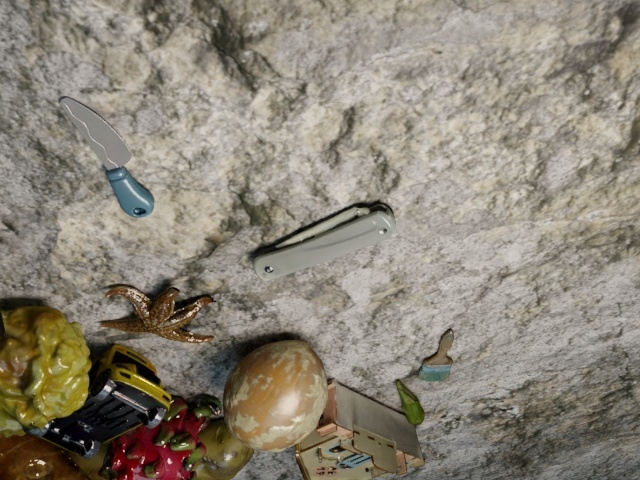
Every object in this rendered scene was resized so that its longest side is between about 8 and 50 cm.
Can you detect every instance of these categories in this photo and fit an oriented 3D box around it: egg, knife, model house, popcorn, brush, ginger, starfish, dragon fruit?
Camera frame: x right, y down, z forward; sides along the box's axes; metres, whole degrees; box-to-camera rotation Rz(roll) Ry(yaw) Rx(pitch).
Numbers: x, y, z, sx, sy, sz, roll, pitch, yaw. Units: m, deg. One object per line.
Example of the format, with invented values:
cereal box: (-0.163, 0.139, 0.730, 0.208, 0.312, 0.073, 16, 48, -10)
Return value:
egg: (-0.088, 0.303, 1.664, 0.203, 0.203, 0.245, 21, 115, -29)
knife: (-0.301, -0.120, 1.232, 0.058, 0.032, 0.244, -8, 139, 10)
model house: (0.048, 0.469, 1.924, 0.244, 0.169, 0.326, -28, 138, 32)
popcorn: (-0.540, 0.236, 1.521, 0.249, 0.225, 0.249, 2, 141, 2)
brush: (0.250, 0.239, 1.753, 0.070, 0.021, 0.196, 0, 143, -7)
knife: (0.001, 0.002, 1.405, 0.266, 0.040, 0.073, -22, 128, 24)
ginger: (-0.616, 0.589, 1.890, 0.418, 0.176, 0.254, 45, 123, 0)
starfish: (-0.301, 0.146, 1.557, 0.238, 0.057, 0.213, -22, 132, 22)
dragon fruit: (-0.339, 0.424, 1.789, 0.198, 0.272, 0.218, 37, 134, -21)

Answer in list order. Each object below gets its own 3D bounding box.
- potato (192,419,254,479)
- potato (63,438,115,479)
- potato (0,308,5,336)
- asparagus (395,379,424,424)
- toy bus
potato: (-0.249, 0.481, 1.934, 0.200, 0.137, 0.154, -15, 150, 7)
potato: (-0.481, 0.589, 2.024, 0.247, 0.196, 0.299, -16, 140, 14)
potato: (-0.652, 0.002, 1.248, 0.330, 0.213, 0.280, -5, 123, -33)
asparagus: (0.200, 0.360, 1.895, 0.045, 0.041, 0.178, 16, 151, 27)
toy bus: (-0.436, 0.314, 1.691, 0.331, 0.151, 0.145, -31, 125, 34)
